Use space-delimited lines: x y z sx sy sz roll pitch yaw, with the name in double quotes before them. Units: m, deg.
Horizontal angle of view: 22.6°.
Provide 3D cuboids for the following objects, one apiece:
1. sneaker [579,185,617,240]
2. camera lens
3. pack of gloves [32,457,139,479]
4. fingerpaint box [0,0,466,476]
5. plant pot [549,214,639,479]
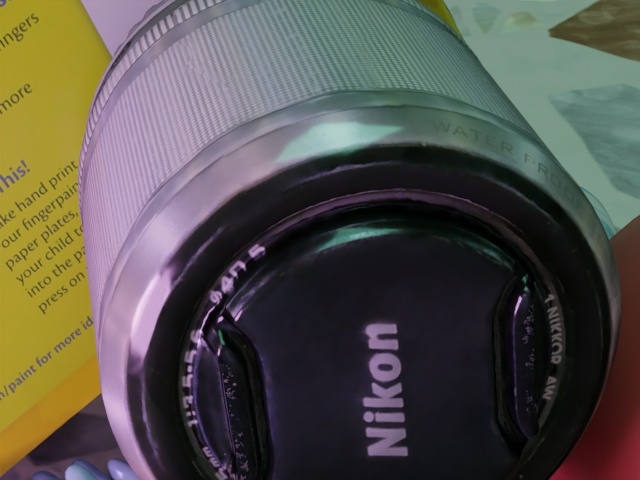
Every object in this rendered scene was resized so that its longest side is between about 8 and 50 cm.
"sneaker" 0.058 0.053 0.984 0.319 0.127 0.208 -9 30 -8
"camera lens" 0.000 0.000 0.750 0.219 0.219 0.274 -8 28 -8
"pack of gloves" -0.128 0.188 0.849 0.195 0.046 0.232 -27 38 -35
"fingerpaint box" -0.184 -0.117 0.900 0.445 0.371 0.163 -41 30 -15
"plant pot" 0.250 0.132 0.725 0.275 0.275 0.243 -7 41 -7
